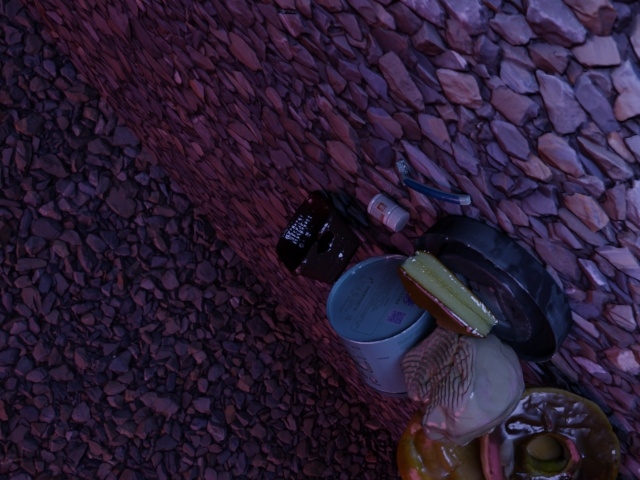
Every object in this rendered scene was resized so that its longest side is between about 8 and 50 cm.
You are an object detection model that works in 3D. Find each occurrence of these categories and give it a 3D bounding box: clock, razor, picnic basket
[{"bbox_3d":[0.370,0.105,1.700,0.386,0.076,0.386,40,162,16],"label":"clock"},{"bbox_3d":[0.228,-0.107,1.610,0.191,0.037,0.068,30,156,41],"label":"razor"},{"bbox_3d":[0.000,0.000,2.102,0.129,0.223,0.297,30,-173,-19],"label":"picnic basket"}]

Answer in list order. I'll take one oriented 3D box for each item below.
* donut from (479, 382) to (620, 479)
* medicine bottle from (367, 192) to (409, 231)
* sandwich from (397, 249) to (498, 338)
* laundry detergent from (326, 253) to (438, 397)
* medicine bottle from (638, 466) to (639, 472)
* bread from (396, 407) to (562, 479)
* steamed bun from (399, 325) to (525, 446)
[{"bbox_3d":[0.529,0.491,1.855,0.330,0.330,0.160,45,-177,1],"label":"donut"},{"bbox_3d":[0.159,-0.066,1.835,0.089,0.057,0.057,37,161,25],"label":"medicine bottle"},{"bbox_3d":[0.268,0.121,1.692,0.244,0.090,0.088,42,159,2],"label":"sandwich"},{"bbox_3d":[0.197,0.239,2.054,0.287,0.287,0.305,29,157,43],"label":"laundry detergent"},{"bbox_3d":[0.730,0.477,1.694,0.047,0.083,0.047,39,160,18],"label":"medicine bottle"},{"bbox_3d":[0.398,0.560,2.069,0.361,0.394,0.250,53,158,16],"label":"bread"},{"bbox_3d":[0.332,0.324,1.764,0.206,0.275,0.320,24,-158,-21],"label":"steamed bun"}]
